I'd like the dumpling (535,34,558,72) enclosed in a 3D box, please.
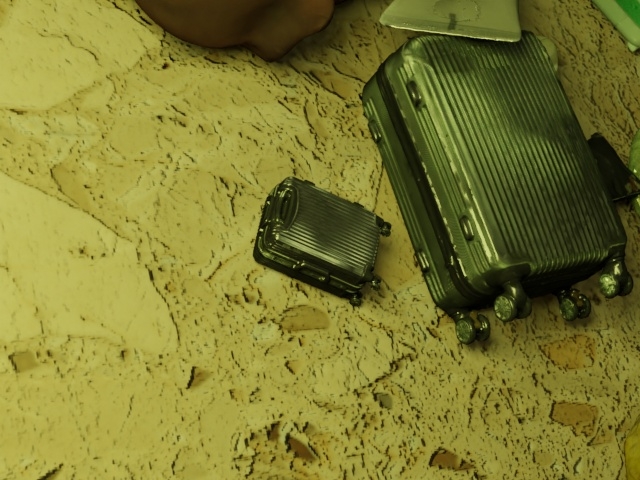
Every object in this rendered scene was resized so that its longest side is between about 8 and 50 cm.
[{"bbox_3d":[0.246,-0.215,1.423,0.059,0.043,0.077,0,68,-8],"label":"dumpling"}]

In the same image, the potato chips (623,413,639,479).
[{"bbox_3d":[0.432,0.140,1.348,0.407,0.057,0.080,-34,84,-39],"label":"potato chips"}]

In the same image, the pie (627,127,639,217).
[{"bbox_3d":[0.438,-0.062,1.463,0.186,0.041,0.187,14,61,-26],"label":"pie"}]

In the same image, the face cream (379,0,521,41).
[{"bbox_3d":[0.163,-0.294,1.328,0.143,0.089,0.314,11,34,9],"label":"face cream"}]

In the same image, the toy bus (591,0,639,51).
[{"bbox_3d":[0.374,-0.381,1.523,0.276,0.133,0.165,46,51,-3],"label":"toy bus"}]

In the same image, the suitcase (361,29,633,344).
[{"bbox_3d":[0.180,-0.064,1.248,0.202,0.128,0.312,-9,71,-32],"label":"suitcase"}]

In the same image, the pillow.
[{"bbox_3d":[0.295,-0.069,1.374,0.150,0.048,0.090,-22,83,-35],"label":"pillow"}]

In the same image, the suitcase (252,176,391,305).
[{"bbox_3d":[0.000,0.000,1.152,0.126,0.059,0.086,24,56,-18],"label":"suitcase"}]

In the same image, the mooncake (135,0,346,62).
[{"bbox_3d":[-0.042,-0.327,1.213,0.333,0.174,0.326,21,56,-20],"label":"mooncake"}]
